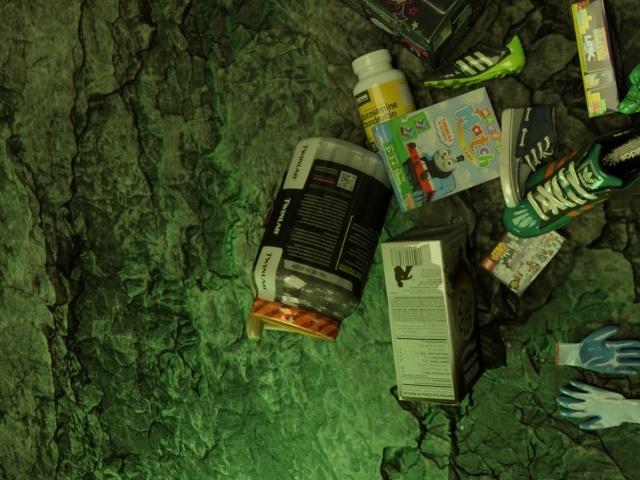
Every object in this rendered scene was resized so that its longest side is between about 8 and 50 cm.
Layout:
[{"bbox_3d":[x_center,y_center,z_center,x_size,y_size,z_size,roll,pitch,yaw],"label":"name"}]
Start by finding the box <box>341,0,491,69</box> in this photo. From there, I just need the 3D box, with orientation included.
[{"bbox_3d":[0.148,-0.441,1.152,0.247,0.142,0.163,41,95,14],"label":"box"}]

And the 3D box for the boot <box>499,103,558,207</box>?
[{"bbox_3d":[0.349,-0.147,1.129,0.086,0.069,0.190,-5,65,27],"label":"boot"}]

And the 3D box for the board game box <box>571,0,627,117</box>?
[{"bbox_3d":[0.437,-0.282,1.050,0.048,0.141,0.170,-8,98,30],"label":"board game box"}]

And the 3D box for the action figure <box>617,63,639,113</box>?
[{"bbox_3d":[0.530,-0.246,0.985,0.232,0.063,0.137,-29,82,-9],"label":"action figure"}]

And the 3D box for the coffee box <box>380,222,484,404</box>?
[{"bbox_3d":[0.210,0.131,1.248,0.119,0.168,0.297,-3,100,29],"label":"coffee box"}]

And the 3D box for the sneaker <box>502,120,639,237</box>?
[{"bbox_3d":[0.422,-0.102,1.097,0.302,0.121,0.108,-36,79,24],"label":"sneaker"}]

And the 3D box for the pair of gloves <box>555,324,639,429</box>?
[{"bbox_3d":[0.499,0.245,1.201,0.159,0.023,0.198,-2,101,27],"label":"pair of gloves"}]

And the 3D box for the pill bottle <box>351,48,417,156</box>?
[{"bbox_3d":[0.120,-0.251,1.250,0.103,0.103,0.184,-17,92,30],"label":"pill bottle"}]

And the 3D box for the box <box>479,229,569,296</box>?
[{"bbox_3d":[0.365,0.020,1.220,0.094,0.027,0.137,40,116,16],"label":"box"}]

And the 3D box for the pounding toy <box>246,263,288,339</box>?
[{"bbox_3d":[-0.044,0.105,1.438,0.270,0.155,0.154,-21,62,21],"label":"pounding toy"}]

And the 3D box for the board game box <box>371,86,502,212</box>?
[{"bbox_3d":[0.216,-0.160,1.189,0.211,0.039,0.160,-21,91,-8],"label":"board game box"}]

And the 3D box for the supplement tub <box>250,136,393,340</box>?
[{"bbox_3d":[0.000,0.000,1.240,0.207,0.207,0.338,12,77,26],"label":"supplement tub"}]

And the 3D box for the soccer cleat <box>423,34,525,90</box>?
[{"bbox_3d":[0.268,-0.310,1.189,0.179,0.060,0.072,-8,87,23],"label":"soccer cleat"}]
